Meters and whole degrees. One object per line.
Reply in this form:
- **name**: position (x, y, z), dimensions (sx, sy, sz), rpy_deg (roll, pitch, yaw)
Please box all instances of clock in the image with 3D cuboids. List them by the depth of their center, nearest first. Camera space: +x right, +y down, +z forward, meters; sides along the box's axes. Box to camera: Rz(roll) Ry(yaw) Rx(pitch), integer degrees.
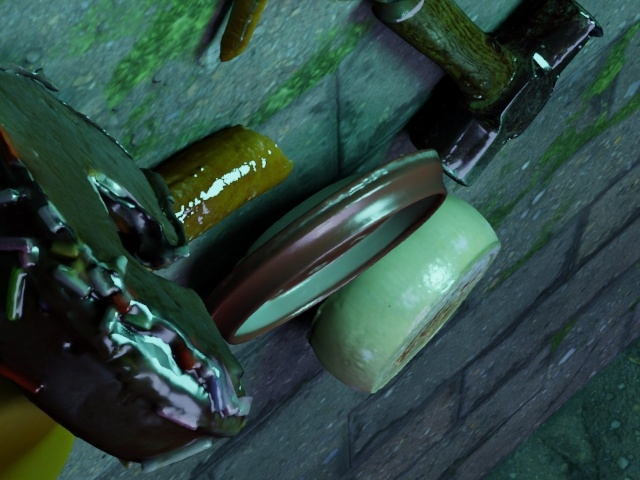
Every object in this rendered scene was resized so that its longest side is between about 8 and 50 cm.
- **clock**: position (0.000, 0.000, 2.025), dimensions (0.318, 0.080, 0.318), rpy_deg (-33, 172, -5)

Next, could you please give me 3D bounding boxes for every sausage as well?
- **sausage**: position (-0.154, -0.013, 1.729), dimensions (0.302, 0.076, 0.103), rpy_deg (-38, 158, -22)

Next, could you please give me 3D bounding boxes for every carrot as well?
- **carrot**: position (-0.049, -0.225, 1.586), dimensions (0.037, 0.037, 0.190), rpy_deg (-25, 152, -44)

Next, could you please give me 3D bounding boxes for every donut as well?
- **donut**: position (-0.195, 0.008, 1.356), dimensions (0.136, 0.345, 0.259), rpy_deg (-43, 135, 11)

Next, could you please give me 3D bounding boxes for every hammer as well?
- **hammer**: position (0.148, -0.209, 1.970), dimensions (0.242, 0.095, 0.409), rpy_deg (-48, 155, 7)

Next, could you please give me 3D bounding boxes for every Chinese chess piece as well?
- **Chinese chess piece**: position (0.102, 0.063, 2.289), dimensions (0.270, 0.112, 0.270), rpy_deg (-47, 170, -11)

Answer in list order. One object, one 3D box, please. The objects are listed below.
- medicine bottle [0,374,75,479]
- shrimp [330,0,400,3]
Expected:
- **medicine bottle**: position (-0.344, 0.130, 1.402), dimensions (0.238, 0.232, 0.238), rpy_deg (-40, 160, -18)
- **shrimp**: position (0.075, -0.287, 1.665), dimensions (0.219, 0.046, 0.152), rpy_deg (-36, 143, -32)
